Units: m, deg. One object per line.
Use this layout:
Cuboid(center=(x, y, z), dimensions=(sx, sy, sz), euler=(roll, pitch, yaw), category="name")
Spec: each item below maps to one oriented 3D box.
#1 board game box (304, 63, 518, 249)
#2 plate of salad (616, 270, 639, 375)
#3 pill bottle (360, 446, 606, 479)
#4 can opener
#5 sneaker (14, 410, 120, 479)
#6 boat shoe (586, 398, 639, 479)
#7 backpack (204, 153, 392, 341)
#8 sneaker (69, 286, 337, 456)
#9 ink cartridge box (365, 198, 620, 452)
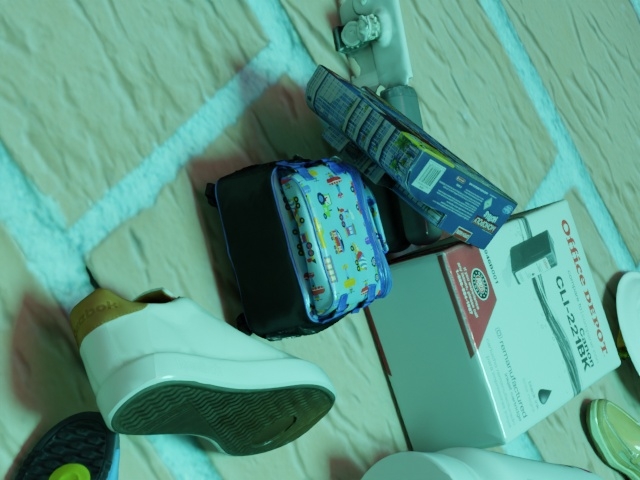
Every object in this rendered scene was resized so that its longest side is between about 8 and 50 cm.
Cuboid(center=(0.063, -0.088, 1.289), dimensions=(0.194, 0.060, 0.194), euler=(42, 11, 34), category="board game box")
Cuboid(center=(0.428, 0.135, 1.774), dimensions=(0.199, 0.048, 0.200), euler=(32, 43, -36), category="plate of salad")
Cuboid(center=(0.162, 0.279, 1.296), dimensions=(0.283, 0.160, 0.160), euler=(19, 62, -46), category="pill bottle")
Cuboid(center=(0.077, -0.128, 1.411), dimensions=(0.093, 0.074, 0.281), euler=(5, 73, -51), category="can opener")
Cuboid(center=(-0.182, 0.223, 0.979), dimensions=(0.082, 0.069, 0.209), euler=(76, 17, -49), category="sneaker")
Cuboid(center=(0.389, 0.251, 1.660), dimensions=(0.190, 0.072, 0.068), euler=(46, 45, -30), category="boat shoe")
Cuboid(center=(0.000, 0.000, 1.236), dimensions=(0.173, 0.116, 0.158), euler=(-10, 86, -55), category="backpack")
Cuboid(center=(-0.087, 0.093, 1.105), dimensions=(0.123, 0.106, 0.290), euler=(57, 15, 28), category="sneaker")
Cuboid(center=(0.182, 0.085, 1.429), dimensions=(0.273, 0.114, 0.197), euler=(-20, 92, -53), category="ink cartridge box")
